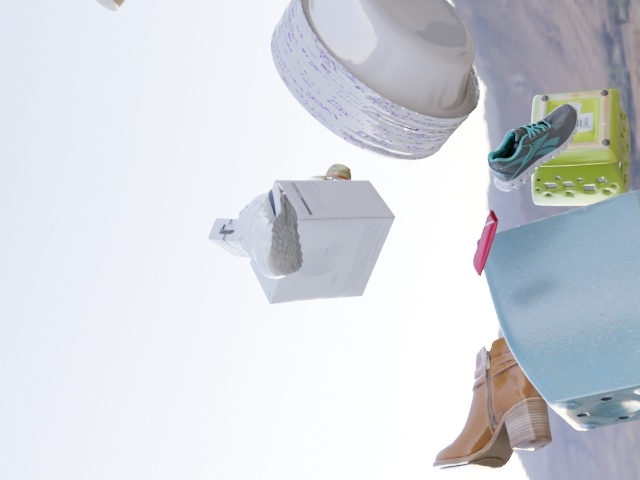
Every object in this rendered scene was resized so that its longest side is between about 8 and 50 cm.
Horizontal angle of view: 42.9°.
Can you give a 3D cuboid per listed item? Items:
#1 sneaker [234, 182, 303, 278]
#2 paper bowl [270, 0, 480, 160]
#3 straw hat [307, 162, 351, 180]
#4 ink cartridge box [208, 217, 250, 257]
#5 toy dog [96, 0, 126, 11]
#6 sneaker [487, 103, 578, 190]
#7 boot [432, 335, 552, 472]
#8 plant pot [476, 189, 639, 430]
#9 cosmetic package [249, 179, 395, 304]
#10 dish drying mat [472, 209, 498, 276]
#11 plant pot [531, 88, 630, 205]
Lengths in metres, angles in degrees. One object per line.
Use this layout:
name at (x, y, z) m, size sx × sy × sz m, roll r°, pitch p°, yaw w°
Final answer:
sneaker at (-0.088, -0.002, 1.293) m, size 0.235 × 0.095 × 0.090 m, roll -93°, pitch -22°, yaw -63°
paper bowl at (0.088, -0.254, 1.085) m, size 0.284 × 0.148 × 0.284 m, roll 21°, pitch -136°, yaw -21°
straw hat at (0.039, -0.140, 1.843) m, size 0.144 × 0.145 × 0.061 m, roll 52°, pitch -131°, yaw -59°
ink cartridge box at (-0.164, -0.003, 1.791) m, size 0.099 × 0.135 × 0.056 m, roll 36°, pitch -113°, yaw -42°
toy dog at (-0.366, -0.545, 1.434) m, size 0.161 × 0.334 × 0.220 m, roll 34°, pitch -121°, yaw -17°
sneaker at (0.323, -0.152, 1.247) m, size 0.076 × 0.166 × 0.065 m, roll 42°, pitch -176°, yaw -41°
boot at (0.314, 0.321, 1.586) m, size 0.109 × 0.283 × 0.220 m, roll 15°, pitch -128°, yaw -29°
plant pot at (0.392, 0.121, 1.149) m, size 0.247 × 0.248 × 0.252 m, roll 40°, pitch -141°, yaw -47°
cosmetic package at (0.000, 0.000, 1.680) m, size 0.138 × 0.225 × 0.224 m, roll 60°, pitch 141°, yaw 43°
dish drying mat at (0.210, 0.004, 1.043) m, size 0.032 × 0.008 × 0.083 m, roll -103°, pitch 21°, yaw -55°
plant pot at (0.611, -0.229, 1.937) m, size 0.207 × 0.228 × 0.227 m, roll 50°, pitch -135°, yaw -56°
